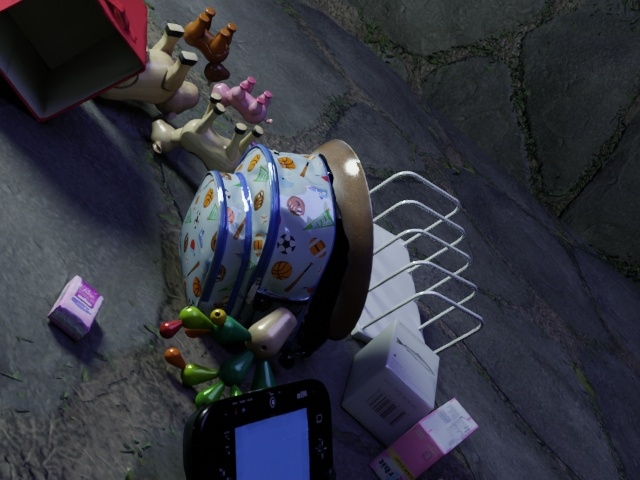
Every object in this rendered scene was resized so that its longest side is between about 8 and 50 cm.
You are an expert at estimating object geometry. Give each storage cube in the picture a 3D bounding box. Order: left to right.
[{"bbox_3d":[-0.382,-0.328,1.746,0.184,0.214,0.193,57,16,-37],"label":"storage cube"}]

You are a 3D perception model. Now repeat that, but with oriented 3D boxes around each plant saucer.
[{"bbox_3d":[0.000,0.000,1.818,0.050,0.311,0.311,-1,42,-22],"label":"plant saucer"}]

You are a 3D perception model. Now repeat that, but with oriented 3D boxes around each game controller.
[{"bbox_3d":[-0.067,0.262,1.426,0.067,0.167,0.319,7,4,27],"label":"game controller"}]

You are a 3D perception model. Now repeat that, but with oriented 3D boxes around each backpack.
[{"bbox_3d":[-0.083,-0.004,1.700,0.213,0.263,0.277,12,36,-30],"label":"backpack"}]

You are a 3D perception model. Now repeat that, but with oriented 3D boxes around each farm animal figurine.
[{"bbox_3d":[-0.257,-0.254,1.992,0.326,0.172,0.330,18,40,-29],"label":"farm animal figurine"}]

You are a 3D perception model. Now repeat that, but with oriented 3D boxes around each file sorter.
[{"bbox_3d":[0.163,0.049,2.112,0.192,0.173,0.278,28,42,-39],"label":"file sorter"}]

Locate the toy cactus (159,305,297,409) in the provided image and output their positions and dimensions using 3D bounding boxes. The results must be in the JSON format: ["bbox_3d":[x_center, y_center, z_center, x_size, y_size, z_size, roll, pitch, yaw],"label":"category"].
[{"bbox_3d":[-0.097,0.153,1.542,0.180,0.112,0.219,-45,103,-30],"label":"toy cactus"}]

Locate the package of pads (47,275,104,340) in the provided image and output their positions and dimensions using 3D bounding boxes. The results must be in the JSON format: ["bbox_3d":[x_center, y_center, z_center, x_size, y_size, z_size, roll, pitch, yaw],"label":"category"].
[{"bbox_3d":[-0.299,0.083,1.449,0.050,0.032,0.083,43,21,-14],"label":"package of pads"}]

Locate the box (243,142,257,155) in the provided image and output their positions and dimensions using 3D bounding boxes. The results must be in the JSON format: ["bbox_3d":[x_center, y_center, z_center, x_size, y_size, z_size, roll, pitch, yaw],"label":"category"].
[{"bbox_3d":[-0.077,-0.119,2.250,0.162,0.029,0.116,28,29,-43],"label":"box"}]

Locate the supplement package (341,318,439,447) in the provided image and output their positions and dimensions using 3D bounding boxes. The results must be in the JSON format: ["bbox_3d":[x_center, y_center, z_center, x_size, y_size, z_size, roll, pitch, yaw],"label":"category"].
[{"bbox_3d":[0.114,0.223,1.876,0.105,0.105,0.179,42,21,-8],"label":"supplement package"}]

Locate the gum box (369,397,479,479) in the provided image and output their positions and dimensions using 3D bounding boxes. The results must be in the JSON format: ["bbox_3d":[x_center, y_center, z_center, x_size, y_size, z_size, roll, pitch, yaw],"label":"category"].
[{"bbox_3d":[0.162,0.311,1.802,0.062,0.107,0.188,51,21,12],"label":"gum box"}]

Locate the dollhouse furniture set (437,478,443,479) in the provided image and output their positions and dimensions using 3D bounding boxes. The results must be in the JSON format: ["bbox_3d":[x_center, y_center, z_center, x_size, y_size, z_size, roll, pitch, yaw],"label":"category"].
[{"bbox_3d":[0.298,0.469,1.580,0.303,0.174,0.355,47,14,-7],"label":"dollhouse furniture set"}]
